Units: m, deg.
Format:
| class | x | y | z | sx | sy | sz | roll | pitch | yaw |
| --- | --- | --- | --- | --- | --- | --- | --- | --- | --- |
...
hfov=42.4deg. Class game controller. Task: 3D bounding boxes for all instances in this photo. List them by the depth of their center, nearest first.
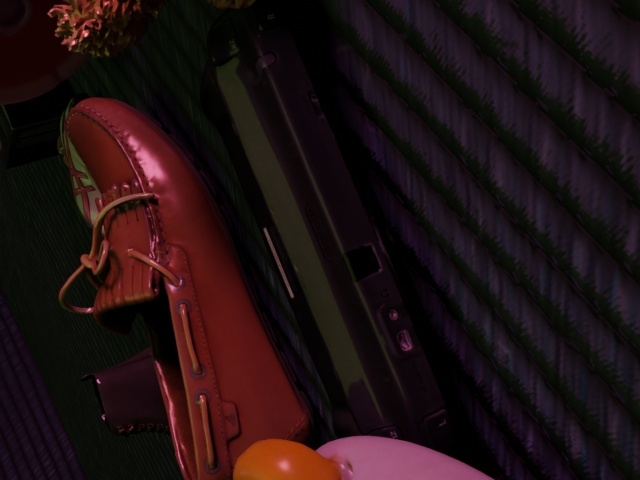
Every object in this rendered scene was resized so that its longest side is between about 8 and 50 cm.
| class | x | y | z | sx | sy | sz | roll | pitch | yaw |
| --- | --- | --- | --- | --- | --- | --- | --- | --- | --- |
| game controller | 0.000 | 0.000 | 0.545 | 0.166 | 0.067 | 0.319 | 139 | 109 | -77 |

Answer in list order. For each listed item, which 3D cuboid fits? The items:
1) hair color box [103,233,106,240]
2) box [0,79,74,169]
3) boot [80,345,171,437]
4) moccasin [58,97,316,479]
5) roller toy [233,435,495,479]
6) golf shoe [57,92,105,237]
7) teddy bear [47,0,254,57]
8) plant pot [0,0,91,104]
| class | x | y | z | sx | sy | sz | roll | pitch | yaw |
| --- | --- | --- | --- | --- | --- | --- | --- | --- | --- |
| hair color box | -0.194 | 0.012 | 0.888 | 0.043 | 0.072 | 0.141 | 62 | 152 | 14 |
| box | -0.403 | -0.200 | 1.108 | 0.158 | 0.093 | 0.156 | -32 | 80 | 62 |
| boot | -0.156 | 0.204 | 0.876 | 0.197 | 0.137 | 0.077 | 63 | 153 | 11 |
| moccasin | -0.147 | 0.044 | 0.736 | 0.380 | 0.147 | 0.139 | 66 | 153 | 7 |
| roller toy | 0.046 | 0.206 | 0.447 | 0.209 | 0.146 | 0.191 | 14 | 138 | 32 |
| golf shoe | -0.252 | -0.081 | 0.937 | 0.186 | 0.068 | 0.086 | 59 | 150 | 20 |
| teddy bear | -0.147 | -0.253 | 0.531 | 0.338 | 0.113 | 0.245 | 57 | 131 | 36 |
| plant pot | -0.348 | -0.276 | 0.793 | 0.243 | 0.275 | 0.275 | 44 | 145 | 26 |
